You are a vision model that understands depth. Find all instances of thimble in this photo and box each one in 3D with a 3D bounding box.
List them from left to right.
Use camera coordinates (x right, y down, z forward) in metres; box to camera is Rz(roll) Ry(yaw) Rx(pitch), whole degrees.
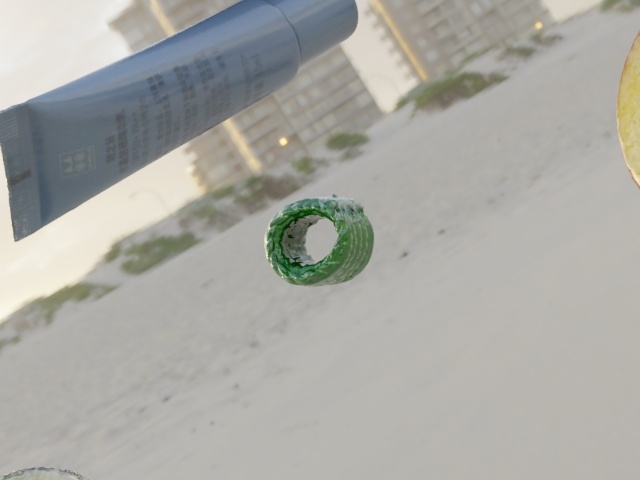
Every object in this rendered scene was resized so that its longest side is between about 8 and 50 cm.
[{"bbox_3d":[0.000,0.000,1.506,0.130,0.118,0.090,-45,-22,25],"label":"thimble"}]

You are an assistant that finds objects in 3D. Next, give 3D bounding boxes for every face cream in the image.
[{"bbox_3d":[-0.117,-0.136,1.037,0.385,0.086,0.135,-35,-33,-34],"label":"face cream"}]

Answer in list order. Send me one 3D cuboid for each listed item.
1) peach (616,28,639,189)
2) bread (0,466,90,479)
[{"bbox_3d":[0.304,-0.096,0.848,0.190,0.192,0.190,-24,46,27],"label":"peach"},{"bbox_3d":[-0.264,0.313,0.986,0.267,0.267,0.040,-32,-46,10],"label":"bread"}]
